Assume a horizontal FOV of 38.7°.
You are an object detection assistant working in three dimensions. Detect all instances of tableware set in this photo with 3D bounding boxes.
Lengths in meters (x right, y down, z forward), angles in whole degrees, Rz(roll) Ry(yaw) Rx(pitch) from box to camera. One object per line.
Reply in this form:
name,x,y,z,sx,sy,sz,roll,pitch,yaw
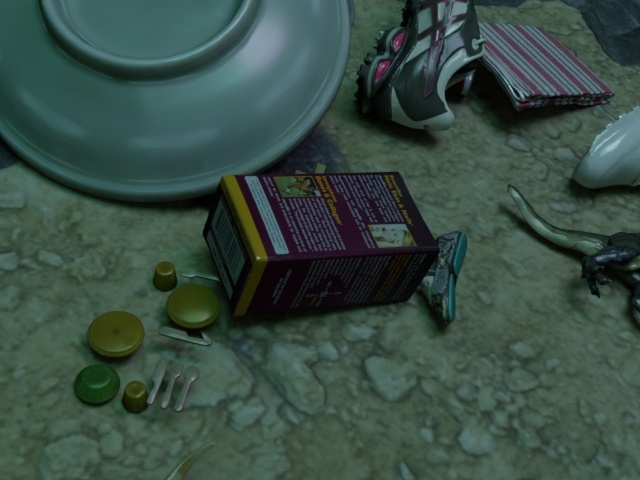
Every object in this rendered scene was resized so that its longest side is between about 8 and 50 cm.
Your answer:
tableware set,-0.146,0.082,0.790,0.104,0.024,0.154,13,49,1

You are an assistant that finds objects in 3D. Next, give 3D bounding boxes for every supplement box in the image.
supplement box,0.000,0.000,0.840,0.188,0.081,0.104,-3,50,-28

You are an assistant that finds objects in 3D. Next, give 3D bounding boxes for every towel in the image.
towel,0.262,-0.216,1.124,0.197,0.029,0.144,-9,52,-42

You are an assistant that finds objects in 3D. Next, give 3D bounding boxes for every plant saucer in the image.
plant saucer,-0.167,-0.238,0.922,0.400,0.100,0.400,1,67,-1

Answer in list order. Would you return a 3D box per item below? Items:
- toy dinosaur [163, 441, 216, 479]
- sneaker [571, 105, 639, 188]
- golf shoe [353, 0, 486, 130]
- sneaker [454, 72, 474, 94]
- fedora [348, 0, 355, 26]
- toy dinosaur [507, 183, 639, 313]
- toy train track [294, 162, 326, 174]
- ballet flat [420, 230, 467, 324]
toy dinosaur,-0.141,0.225,0.660,0.092,0.053,0.183,24,54,-15
sneaker,0.390,-0.102,1.048,0.235,0.090,0.095,-23,68,-28
golf shoe,0.142,-0.248,1.051,0.120,0.105,0.273,25,79,8
sneaker,0.150,-0.222,1.112,0.067,0.042,0.118,10,43,-9
fedora,-0.078,-0.354,1.110,0.275,0.124,0.244,33,51,14
toy dinosaur,0.314,0.024,0.936,0.268,0.064,0.118,17,42,3
toy train track,-0.010,-0.045,0.939,0.048,0.014,0.083,21,54,-6
ballet flat,0.118,0.037,0.891,0.041,0.041,0.114,17,48,0
